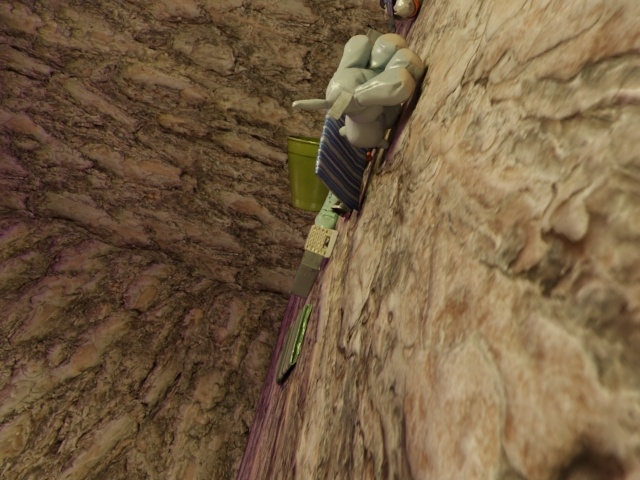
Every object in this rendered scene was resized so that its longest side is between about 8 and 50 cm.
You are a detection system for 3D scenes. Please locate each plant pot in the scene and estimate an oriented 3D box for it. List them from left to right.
[{"bbox_3d":[-0.017,-0.338,2.303,0.366,0.367,0.352,-82,1,-74],"label":"plant pot"}]

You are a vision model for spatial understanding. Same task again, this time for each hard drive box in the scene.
[{"bbox_3d":[-0.055,0.125,2.043,0.181,0.089,0.232,-73,4,-46],"label":"hard drive box"}]

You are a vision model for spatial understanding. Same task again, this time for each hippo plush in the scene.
[{"bbox_3d":[0.136,-0.328,1.100,0.294,0.234,0.236,-56,-32,-18],"label":"hippo plush"}]

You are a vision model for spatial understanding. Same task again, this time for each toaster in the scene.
[{"bbox_3d":[0.251,-0.848,2.015,0.168,0.186,0.110,118,175,-65],"label":"toaster"}]

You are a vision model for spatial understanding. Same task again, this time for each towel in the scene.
[{"bbox_3d":[-0.107,0.406,1.711,0.324,0.038,0.247,118,170,-55],"label":"towel"},{"bbox_3d":[0.080,-0.281,1.286,0.243,0.040,0.335,38,-123,-52],"label":"towel"}]

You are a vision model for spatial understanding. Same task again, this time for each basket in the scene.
[{"bbox_3d":[0.000,0.000,1.751,0.167,0.103,0.113,-160,89,-86],"label":"basket"}]

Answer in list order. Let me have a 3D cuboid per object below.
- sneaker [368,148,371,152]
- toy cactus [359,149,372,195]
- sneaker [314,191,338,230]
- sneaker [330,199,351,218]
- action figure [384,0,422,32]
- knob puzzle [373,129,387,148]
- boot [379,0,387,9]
[{"bbox_3d":[0.154,-0.356,1.557,0.188,0.078,0.067,122,168,-78],"label":"sneaker"},{"bbox_3d":[0.102,-0.216,1.462,0.219,0.112,0.180,-48,29,31],"label":"toy cactus"},{"bbox_3d":[0.042,-0.151,1.976,0.255,0.094,0.151,-70,-4,-52],"label":"sneaker"},{"bbox_3d":[0.079,-0.128,1.554,0.077,0.072,0.178,-59,9,1],"label":"sneaker"},{"bbox_3d":[0.332,-0.991,1.686,0.341,0.179,0.330,61,-142,-61],"label":"action figure"},{"bbox_3d":[0.203,-0.389,1.375,0.213,0.030,0.213,-160,90,-87],"label":"knob puzzle"},{"bbox_3d":[0.291,-1.128,1.905,0.260,0.348,0.131,123,146,-56],"label":"boot"}]
